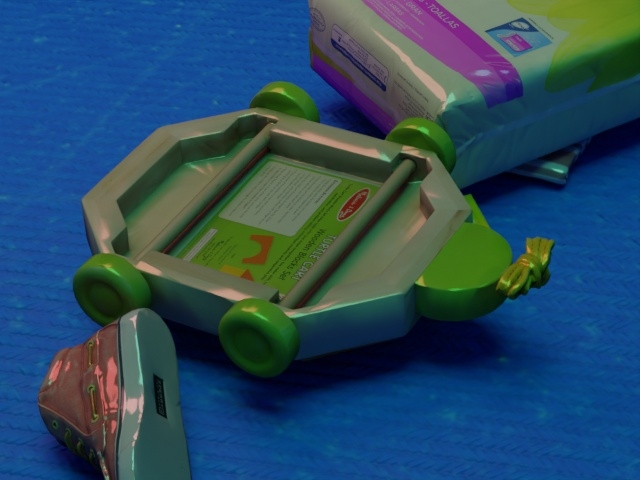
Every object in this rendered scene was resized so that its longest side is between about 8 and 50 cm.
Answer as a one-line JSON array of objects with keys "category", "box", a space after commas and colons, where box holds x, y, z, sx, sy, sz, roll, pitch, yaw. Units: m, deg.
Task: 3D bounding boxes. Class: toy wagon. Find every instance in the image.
[{"category": "toy wagon", "box": [0.000, 0.000, 1.430, 0.344, 0.068, 0.267, 17, 41, 24]}]

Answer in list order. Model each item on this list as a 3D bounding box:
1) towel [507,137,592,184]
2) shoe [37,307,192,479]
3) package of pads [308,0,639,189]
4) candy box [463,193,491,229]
[{"category": "towel", "box": [0.171, -0.111, 1.668, 0.144, 0.029, 0.197, 13, 40, 23]}, {"category": "shoe", "box": [-0.136, 0.131, 1.306, 0.081, 0.063, 0.178, -26, 48, 22]}, {"category": "package of pads", "box": [0.160, -0.172, 1.643, 0.296, 0.101, 0.229, -21, 41, -22]}, {"category": "candy box", "box": [0.029, 0.017, 1.486, 0.206, 0.027, 0.105, -10, 32, -10]}]
